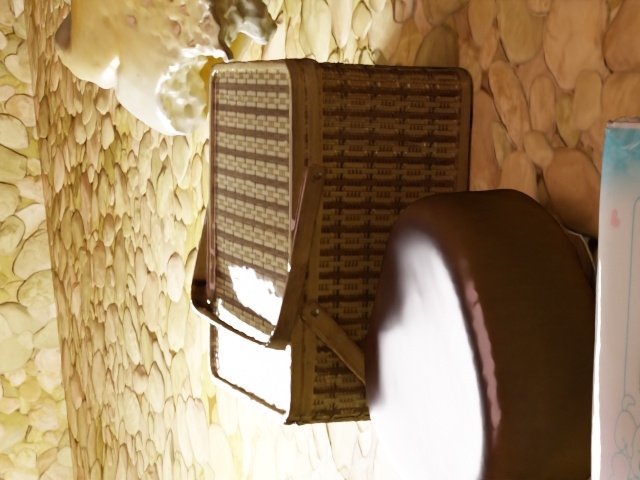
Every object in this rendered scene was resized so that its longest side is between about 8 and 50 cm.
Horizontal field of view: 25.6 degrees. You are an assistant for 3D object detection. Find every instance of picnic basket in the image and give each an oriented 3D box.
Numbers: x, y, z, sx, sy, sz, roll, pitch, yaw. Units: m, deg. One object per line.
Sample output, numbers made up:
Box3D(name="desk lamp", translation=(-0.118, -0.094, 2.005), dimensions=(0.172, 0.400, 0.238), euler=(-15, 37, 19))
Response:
Box3D(name="picnic basket", translation=(0.000, 0.000, 1.220), dimensions=(0.228, 0.175, 0.312), euler=(-162, 72, -66))

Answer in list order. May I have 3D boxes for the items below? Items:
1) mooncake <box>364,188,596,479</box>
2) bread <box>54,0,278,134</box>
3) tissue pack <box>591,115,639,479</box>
Box3D(name="mooncake", translation=(0.122, 0.089, 1.002), dimensions=(0.235, 0.117, 0.234), euler=(176, 90, -66))
Box3D(name="bread", translation=(-0.148, -0.305, 1.375), dimensions=(0.329, 0.245, 0.424), euler=(-83, 7, -46))
Box3D(name="tissue pack", translation=(0.235, 0.072, 0.717), dimensions=(0.201, 0.124, 0.271), euler=(-166, 77, -68))
